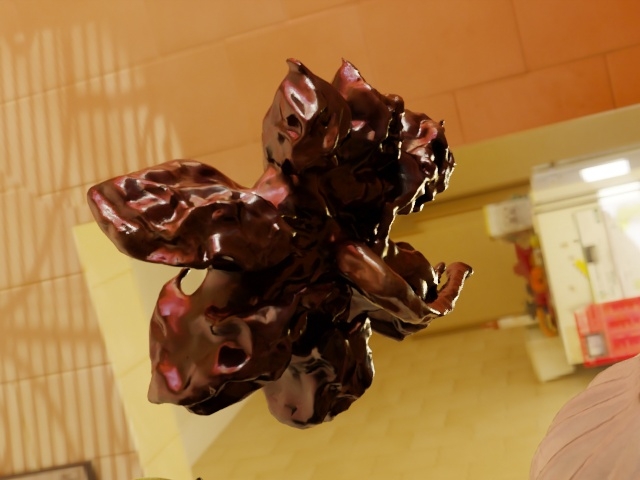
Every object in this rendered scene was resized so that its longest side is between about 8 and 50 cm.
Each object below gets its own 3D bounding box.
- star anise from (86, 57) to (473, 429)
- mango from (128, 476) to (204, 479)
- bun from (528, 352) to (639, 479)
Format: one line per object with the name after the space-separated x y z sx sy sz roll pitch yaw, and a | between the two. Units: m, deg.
0.000 0.000 0.462 0.220 0.126 0.190 -36 -64 -28 | star anise
-0.075 0.256 0.403 0.175 0.143 0.293 150 124 -68 | mango
0.273 0.151 0.658 0.263 0.263 0.175 -62 -39 -67 | bun
